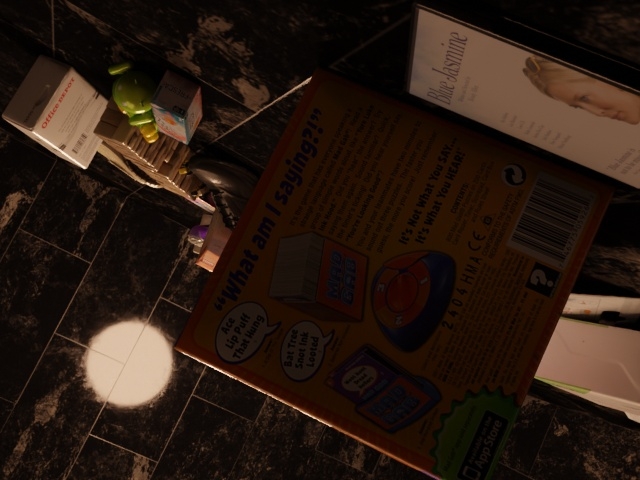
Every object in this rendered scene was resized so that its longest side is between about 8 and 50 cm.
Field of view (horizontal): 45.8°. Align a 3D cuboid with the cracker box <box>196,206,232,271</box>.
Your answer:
[{"bbox_3d":[-0.178,-0.011,1.742,0.156,0.232,0.067,29,134,-17],"label":"cracker box"}]

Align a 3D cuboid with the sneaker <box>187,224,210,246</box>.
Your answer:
[{"bbox_3d":[-0.202,-0.038,1.868,0.102,0.146,0.293,17,-175,37],"label":"sneaker"}]

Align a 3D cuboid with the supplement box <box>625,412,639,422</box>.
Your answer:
[{"bbox_3d":[0.756,0.352,1.565,0.220,0.111,0.114,19,169,37],"label":"supplement box"}]

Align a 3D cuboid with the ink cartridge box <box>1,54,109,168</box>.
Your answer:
[{"bbox_3d":[-0.515,-0.255,1.520,0.086,0.148,0.203,25,171,19],"label":"ink cartridge box"}]

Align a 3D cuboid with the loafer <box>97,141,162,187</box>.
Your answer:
[{"bbox_3d":[-0.453,-0.221,1.737,0.268,0.102,0.092,43,165,-31],"label":"loafer"}]

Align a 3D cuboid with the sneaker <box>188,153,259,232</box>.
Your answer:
[{"bbox_3d":[-0.175,-0.084,1.619,0.286,0.130,0.109,34,170,-38],"label":"sneaker"}]

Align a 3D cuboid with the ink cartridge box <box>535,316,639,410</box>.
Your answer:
[{"bbox_3d":[0.559,0.243,1.346,0.207,0.119,0.353,9,168,45],"label":"ink cartridge box"}]

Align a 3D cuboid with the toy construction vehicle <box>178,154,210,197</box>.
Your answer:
[{"bbox_3d":[-0.265,-0.137,1.619,0.035,0.098,0.086,-10,111,25],"label":"toy construction vehicle"}]

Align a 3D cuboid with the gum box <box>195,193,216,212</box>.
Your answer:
[{"bbox_3d":[-0.290,-0.118,1.963,0.188,0.062,0.107,33,169,-40],"label":"gum box"}]

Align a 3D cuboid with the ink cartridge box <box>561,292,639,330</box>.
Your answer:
[{"bbox_3d":[0.353,0.078,1.328,0.385,0.091,0.308,5,164,18],"label":"ink cartridge box"}]

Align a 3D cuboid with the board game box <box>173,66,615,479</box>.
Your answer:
[{"bbox_3d":[0.094,0.066,0.964,0.356,0.356,0.356,25,171,10],"label":"board game box"}]

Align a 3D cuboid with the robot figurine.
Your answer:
[{"bbox_3d":[-0.300,-0.240,1.225,0.115,0.067,0.101,-150,42,-66],"label":"robot figurine"}]

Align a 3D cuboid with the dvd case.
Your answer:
[{"bbox_3d":[0.193,-0.125,0.659,0.253,0.022,0.180,25,172,9],"label":"dvd case"}]

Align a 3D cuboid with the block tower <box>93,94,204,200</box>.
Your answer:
[{"bbox_3d":[-0.352,-0.192,1.612,0.097,0.091,0.335,22,170,19],"label":"block tower"}]

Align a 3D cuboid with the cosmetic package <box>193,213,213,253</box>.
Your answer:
[{"bbox_3d":[-0.171,0.023,2.079,0.309,0.113,0.160,17,178,-36],"label":"cosmetic package"}]

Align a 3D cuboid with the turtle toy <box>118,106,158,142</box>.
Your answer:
[{"bbox_3d":[-0.309,-0.228,1.347,0.095,0.066,0.130,50,173,-1],"label":"turtle toy"}]

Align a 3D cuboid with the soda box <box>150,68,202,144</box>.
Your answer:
[{"bbox_3d":[-0.231,-0.212,1.229,0.058,0.063,0.183,26,171,-4],"label":"soda box"}]
